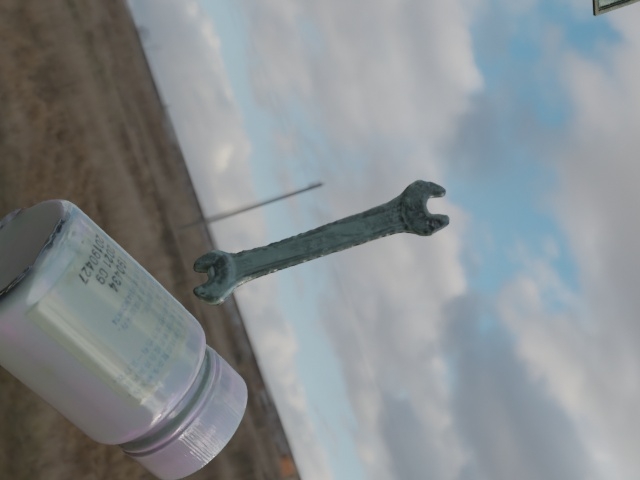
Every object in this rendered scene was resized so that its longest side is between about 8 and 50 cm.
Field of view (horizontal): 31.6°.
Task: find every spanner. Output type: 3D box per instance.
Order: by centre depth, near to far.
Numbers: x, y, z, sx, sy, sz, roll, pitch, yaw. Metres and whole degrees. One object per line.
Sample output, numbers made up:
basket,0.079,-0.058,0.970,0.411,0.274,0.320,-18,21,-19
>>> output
spanner,0.000,0.000,1.254,0.017,0.302,0.071,75,-2,-68

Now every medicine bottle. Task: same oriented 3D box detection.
medicine bottle,-0.283,0.137,1.483,0.379,0.213,0.213,48,6,-28

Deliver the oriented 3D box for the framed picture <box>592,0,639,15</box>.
framed picture,0.538,-0.510,1.998,0.010,0.136,0.201,-127,-159,-55
